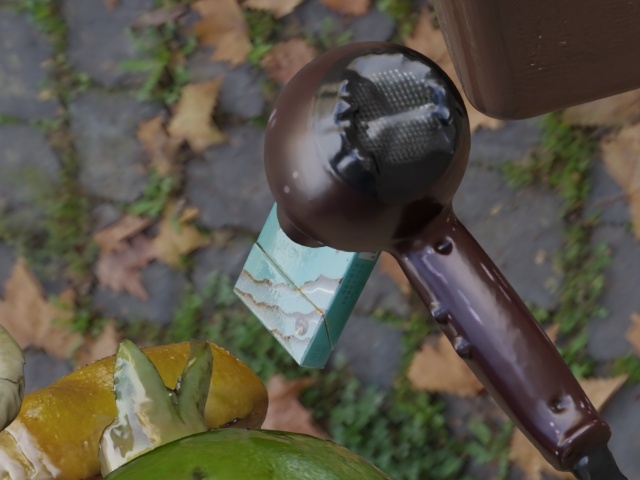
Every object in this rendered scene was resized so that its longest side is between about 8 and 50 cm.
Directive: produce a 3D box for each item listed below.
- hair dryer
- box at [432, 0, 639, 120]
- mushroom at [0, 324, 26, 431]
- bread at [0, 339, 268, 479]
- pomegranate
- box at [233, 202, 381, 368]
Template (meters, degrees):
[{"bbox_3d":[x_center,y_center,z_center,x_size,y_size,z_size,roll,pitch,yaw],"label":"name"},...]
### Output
[{"bbox_3d":[0.083,0.045,1.213,0.340,0.123,0.312,55,168,8],"label":"hair dryer"},{"bbox_3d":[0.235,-0.272,1.510,0.339,0.239,0.229,-15,133,2],"label":"box"},{"bbox_3d":[-0.321,0.119,1.597,0.154,0.154,0.122,28,134,17],"label":"mushroom"},{"bbox_3d":[-0.236,0.261,1.985,0.148,0.337,0.328,47,136,25],"label":"bread"},{"bbox_3d":[-0.052,0.209,1.166,0.260,0.260,0.341,-45,53,35],"label":"pomegranate"},{"bbox_3d":[-0.001,0.000,2.064,0.162,0.041,0.229,46,116,46],"label":"box"}]
